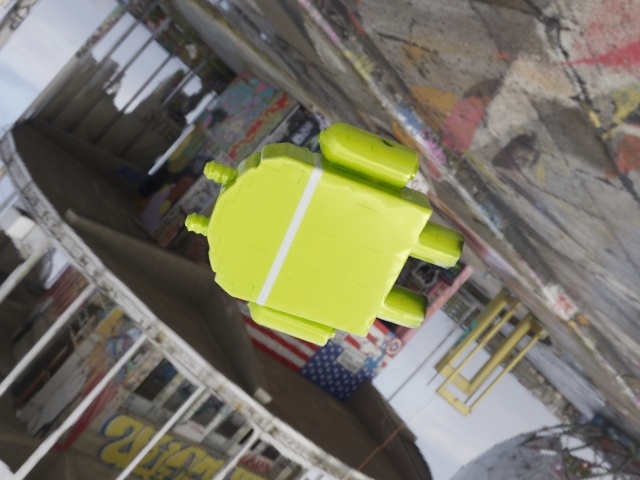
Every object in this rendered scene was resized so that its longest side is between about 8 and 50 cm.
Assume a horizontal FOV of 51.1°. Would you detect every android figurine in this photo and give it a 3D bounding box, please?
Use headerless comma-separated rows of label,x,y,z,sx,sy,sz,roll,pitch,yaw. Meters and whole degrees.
android figurine,0.000,0.000,0.692,0.273,0.248,0.056,18,-154,-10
